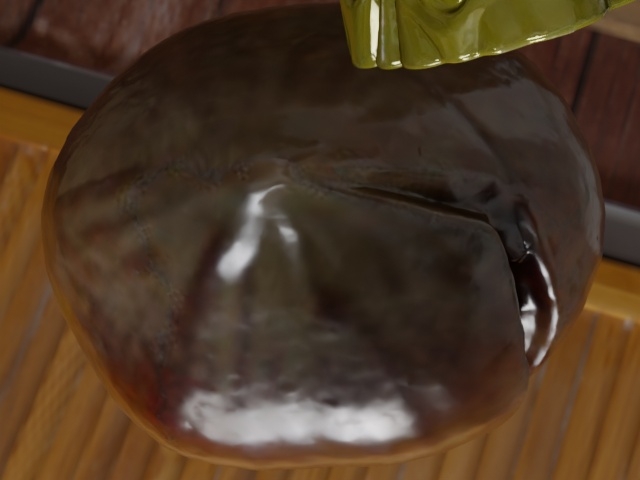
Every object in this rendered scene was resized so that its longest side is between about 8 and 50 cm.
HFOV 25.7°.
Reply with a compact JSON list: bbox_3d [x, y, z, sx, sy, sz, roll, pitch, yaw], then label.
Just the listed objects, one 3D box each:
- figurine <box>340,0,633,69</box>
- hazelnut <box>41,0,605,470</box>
[{"bbox_3d":[0.038,-0.251,0.612,0.187,0.168,0.315,-48,122,-55],"label":"figurine"},{"bbox_3d":[0.000,0.000,1.027,0.359,0.409,0.359,-6,90,-73],"label":"hazelnut"}]
